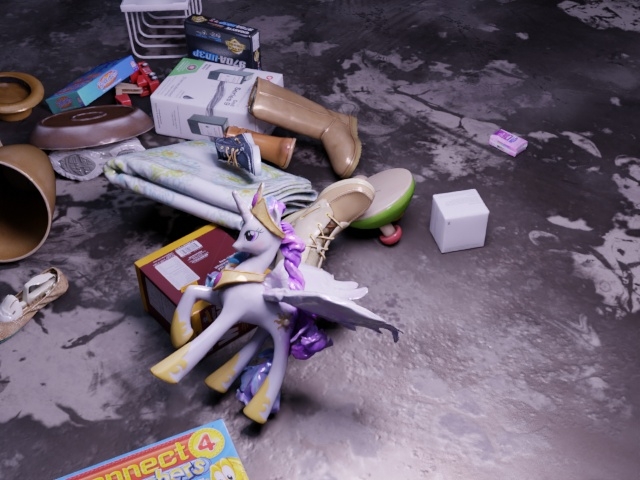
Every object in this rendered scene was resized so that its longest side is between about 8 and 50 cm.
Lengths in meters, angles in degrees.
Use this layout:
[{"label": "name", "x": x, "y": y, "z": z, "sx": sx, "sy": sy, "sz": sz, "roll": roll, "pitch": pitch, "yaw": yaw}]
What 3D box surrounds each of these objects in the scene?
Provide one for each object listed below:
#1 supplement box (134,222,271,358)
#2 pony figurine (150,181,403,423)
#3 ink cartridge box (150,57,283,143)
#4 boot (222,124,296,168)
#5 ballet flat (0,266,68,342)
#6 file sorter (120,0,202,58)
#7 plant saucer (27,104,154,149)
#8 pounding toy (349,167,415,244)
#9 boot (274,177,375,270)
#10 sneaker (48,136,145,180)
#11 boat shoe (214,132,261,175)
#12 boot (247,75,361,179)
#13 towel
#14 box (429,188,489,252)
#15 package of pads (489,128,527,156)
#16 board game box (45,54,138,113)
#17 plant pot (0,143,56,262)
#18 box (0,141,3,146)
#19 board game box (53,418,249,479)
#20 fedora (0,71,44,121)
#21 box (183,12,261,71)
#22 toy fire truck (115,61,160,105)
[{"label": "supplement box", "x": -0.225, "y": 0.097, "z": 1.620, "sx": 0.191, "sy": 0.129, "sz": 0.194, "roll": -30, "pitch": 49, "yaw": -29}, {"label": "pony figurine", "x": -0.076, "y": 0.122, "z": 1.438, "sx": 0.351, "sy": 0.363, "sz": 0.303, "roll": 29, "pitch": 1, "yaw": -21}, {"label": "ink cartridge box", "x": -0.259, "y": -0.355, "z": 2.135, "sx": 0.289, "sy": 0.121, "sz": 0.211, "roll": 11, "pitch": 44, "yaw": 13}, {"label": "boot", "x": -0.145, "y": -0.223, "z": 1.910, "sx": 0.152, "sy": 0.073, "sz": 0.197, "roll": 20, "pitch": -6, "yaw": -17}, {"label": "ballet flat", "x": -0.595, "y": 0.121, "z": 1.647, "sx": 0.073, "sy": 0.067, "sz": 0.206, "roll": 22, "pitch": 47, "yaw": 23}, {"label": "file sorter", "x": -0.467, "y": -0.691, "z": 2.480, "sx": 0.193, "sy": 0.173, "sz": 0.277, "roll": -1, "pitch": 41, "yaw": 1}, {"label": "plant saucer", "x": -0.571, "y": -0.289, "z": 2.045, "sx": 0.311, "sy": 0.050, "sz": 0.310, "roll": -6, "pitch": 20, "yaw": 2}, {"label": "pounding toy", "x": 0.126, "y": -0.063, "z": 1.836, "sx": 0.183, "sy": 0.110, "sz": 0.237, "roll": -45, "pitch": 28, "yaw": -25}, {"label": "boot", "x": 0.000, "y": 0.000, "z": 1.675, "sx": 0.262, "sy": 0.095, "sz": 0.203, "roll": -29, "pitch": 33, "yaw": 31}, {"label": "sneaker", "x": -0.549, "y": -0.213, "z": 2.023, "sx": 0.232, "sy": 0.090, "sz": 0.115, "roll": -5, "pitch": 33, "yaw": -16}, {"label": "boat shoe", "x": -0.179, "y": -0.181, "z": 1.781, "sx": 0.083, "sy": 0.065, "sz": 0.183, "roll": -8, "pitch": 26, "yaw": -12}, {"label": "boot", "x": -0.043, "y": -0.268, "z": 1.977, "sx": 0.270, "sy": 0.089, "sz": 0.236, "roll": 20, "pitch": 35, "yaw": -18}, {"label": "towel", "x": -0.231, "y": -0.133, "z": 1.817, "sx": 0.375, "sy": 0.090, "sz": 0.320, "roll": 20, "pitch": 18, "yaw": 22}, {"label": "box", "x": 0.299, "y": -0.043, "z": 1.787, "sx": 0.101, "sy": 0.102, "sz": 0.087, "roll": -9, "pitch": 40, "yaw": -9}, {"label": "package of pads", "x": 0.470, "y": -0.245, "z": 2.063, "sx": 0.050, "sy": 0.032, "sz": 0.083, "roll": -31, "pitch": 50, "yaw": -33}, {"label": "board game box", "x": -0.616, "y": -0.421, "z": 2.224, "sx": 0.160, "sy": 0.047, "sz": 0.210, "roll": -3, "pitch": 35, "yaw": 41}, {"label": "plant pot", "x": -0.684, "y": -0.117, "z": 1.822, "sx": 0.237, "sy": 0.237, "sz": 0.254, "roll": -2, "pitch": 28, "yaw": -1}, {"label": "box", "x": -0.895, "y": -0.207, "z": 2.060, "sx": 0.201, "sy": 0.021, "sz": 0.164, "roll": -21, "pitch": 45, "yaw": -22}, {"label": "board game box", "x": -0.237, "y": 0.457, "z": 1.247, "sx": 0.308, "sy": 0.086, "sz": 0.302, "roll": -18, "pitch": 44, "yaw": -18}, {"label": "fedora", "x": -0.832, "y": -0.374, "z": 2.203, "sx": 0.194, "sy": 0.079, "sz": 0.194, "roll": 3, "pitch": 45, "yaw": -3}, {"label": "box", "x": -0.268, "y": -0.519, "z": 2.280, "sx": 0.220, "sy": 0.175, "sz": 0.051, "roll": 19, "pitch": 45, "yaw": 21}, {"label": "toy fire truck", "x": -0.514, "y": -0.422, "z": 2.273, "sx": 0.135, "sy": 0.047, "sz": 0.192, "roll": -20, "pitch": 44, "yaw": -18}]
